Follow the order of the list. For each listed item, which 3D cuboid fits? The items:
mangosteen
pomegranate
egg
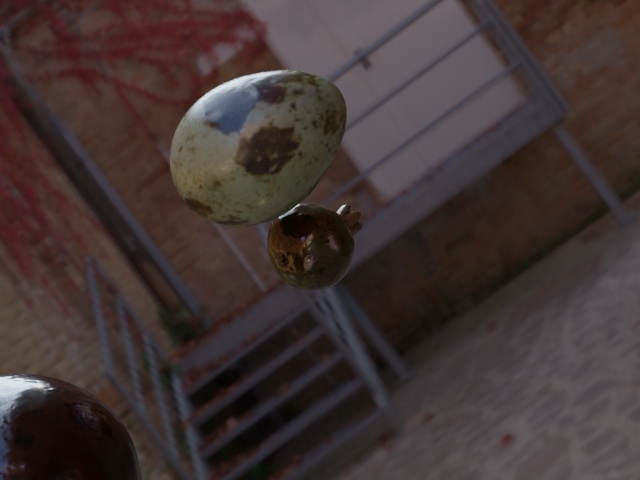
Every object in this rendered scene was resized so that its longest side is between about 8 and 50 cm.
[{"bbox_3d":[-0.358,0.275,1.489,0.307,0.347,0.307,-22,48,27],"label":"mangosteen"},{"bbox_3d":[0.000,0.000,1.726,0.142,0.114,0.114,-31,-2,-42],"label":"pomegranate"},{"bbox_3d":[-0.071,-0.112,1.620,0.231,0.169,0.169,-31,3,18],"label":"egg"}]
